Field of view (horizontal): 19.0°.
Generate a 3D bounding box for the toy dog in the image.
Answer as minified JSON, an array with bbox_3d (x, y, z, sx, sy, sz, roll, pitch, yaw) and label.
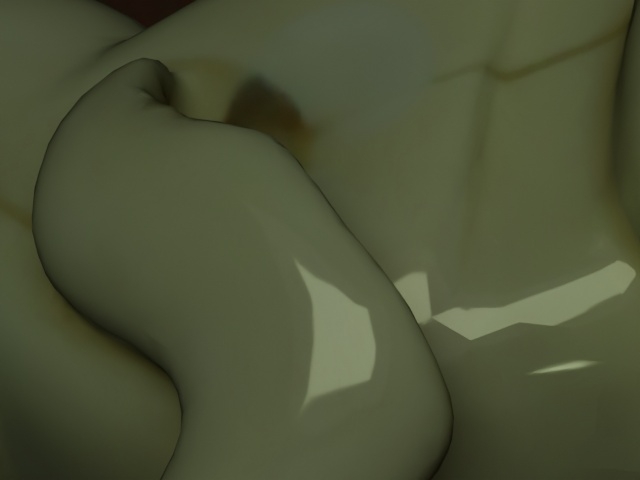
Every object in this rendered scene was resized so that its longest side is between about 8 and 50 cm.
[{"bbox_3d":[0.000,0.000,0.540,0.407,0.284,0.395,-7,65,11],"label":"toy dog"}]
